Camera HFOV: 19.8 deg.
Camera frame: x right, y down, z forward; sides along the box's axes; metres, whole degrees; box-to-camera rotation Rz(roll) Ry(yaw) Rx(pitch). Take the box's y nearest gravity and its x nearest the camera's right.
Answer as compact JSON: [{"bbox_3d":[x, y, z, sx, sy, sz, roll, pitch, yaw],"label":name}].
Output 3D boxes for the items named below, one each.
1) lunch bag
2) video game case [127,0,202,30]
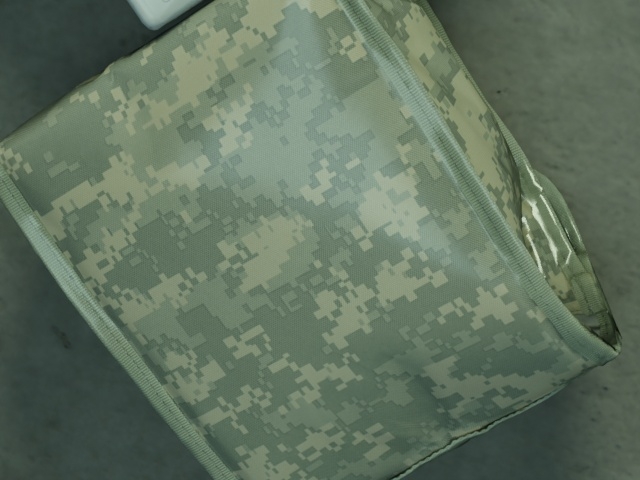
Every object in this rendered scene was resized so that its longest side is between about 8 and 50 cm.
[{"bbox_3d":[0.000,0.000,1.012,0.235,0.169,0.287,-30,97,18],"label":"lunch bag"},{"bbox_3d":[-0.053,-0.321,0.897,0.300,0.036,0.329,-33,98,7],"label":"video game case"}]
